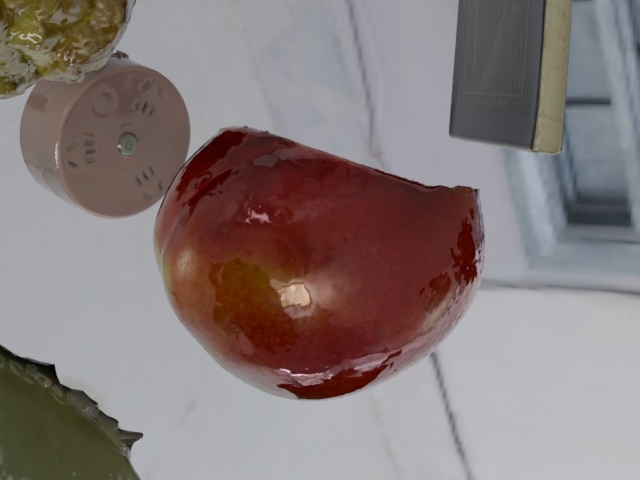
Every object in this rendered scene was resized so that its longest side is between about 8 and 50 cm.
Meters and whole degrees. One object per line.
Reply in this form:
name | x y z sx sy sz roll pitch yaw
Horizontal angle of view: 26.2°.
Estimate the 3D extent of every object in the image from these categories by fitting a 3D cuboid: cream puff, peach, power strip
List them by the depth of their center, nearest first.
peach | 0.000 0.000 0.855 0.192 0.190 0.190 -37 -37 2
cream puff | -0.222 -0.214 0.942 0.244 0.196 0.244 180 90 -89
power strip | -0.202 -0.102 1.304 0.154 0.078 0.154 -17 -61 -35

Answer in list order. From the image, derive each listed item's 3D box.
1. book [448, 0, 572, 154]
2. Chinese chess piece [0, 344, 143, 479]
book | 0.135 -0.200 0.963 0.191 0.025 0.269 -148 61 -75
Chinese chess piece | -0.166 0.214 0.606 0.349 0.146 0.349 54 -159 -33
